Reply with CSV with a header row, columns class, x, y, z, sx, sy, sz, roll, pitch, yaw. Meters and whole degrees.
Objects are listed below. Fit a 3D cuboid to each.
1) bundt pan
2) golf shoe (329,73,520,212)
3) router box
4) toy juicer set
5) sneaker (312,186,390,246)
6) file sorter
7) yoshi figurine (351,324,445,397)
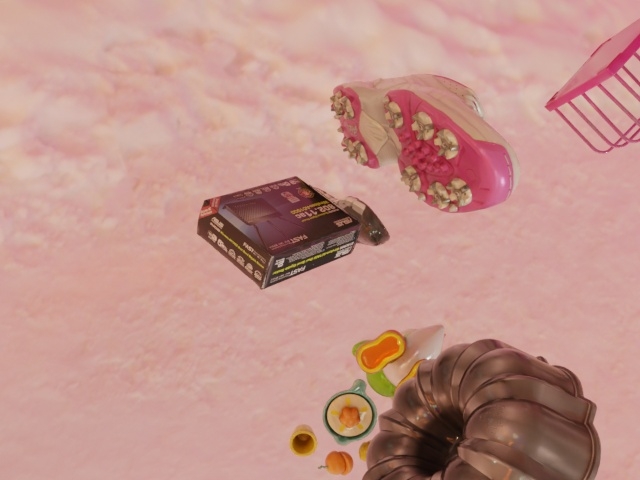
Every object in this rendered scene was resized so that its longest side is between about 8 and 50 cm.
class,x,y,z,sx,sy,sz,roll,pitch,yaw
bundt pan,0.169,0.262,0.907,0.124,0.331,0.331,34,50,-18
golf shoe,0.121,-0.119,0.741,0.140,0.115,0.306,-21,28,-15
router box,-0.036,-0.011,0.667,0.092,0.038,0.122,38,38,28
toy juicer set,0.099,0.451,1.801,0.209,0.329,0.089,44,6,-8
sneaker,0.000,0.000,1.061,0.132,0.228,0.086,-42,113,-12
file sorter,0.635,-0.312,1.481,0.182,0.290,0.202,44,84,-2
yoshi figurine,0.162,0.276,1.542,0.203,0.362,0.204,-1,85,13
